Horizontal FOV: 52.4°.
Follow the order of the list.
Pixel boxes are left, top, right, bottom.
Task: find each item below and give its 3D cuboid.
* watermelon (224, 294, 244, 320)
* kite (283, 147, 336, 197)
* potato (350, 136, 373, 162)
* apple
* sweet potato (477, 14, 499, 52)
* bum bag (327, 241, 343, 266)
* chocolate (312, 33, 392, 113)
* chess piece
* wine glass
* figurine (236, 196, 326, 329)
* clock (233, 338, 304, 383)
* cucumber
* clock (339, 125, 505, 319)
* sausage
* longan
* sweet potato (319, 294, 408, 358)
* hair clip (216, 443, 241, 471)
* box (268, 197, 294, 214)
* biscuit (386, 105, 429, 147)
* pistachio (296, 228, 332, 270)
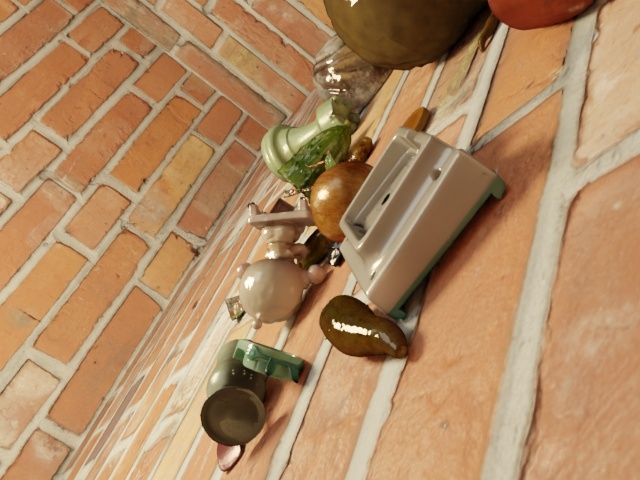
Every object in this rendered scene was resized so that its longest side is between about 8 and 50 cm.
[{"bbox_3d":[-0.225,0.167,1.680,0.085,0.061,0.085,-41,24,23],"label":"watermelon"},{"bbox_3d":[-0.014,-0.135,1.628,0.244,0.006,0.198,0,78,48],"label":"kite"},{"bbox_3d":[0.098,-0.217,1.575,0.051,0.040,0.083,-19,38,59],"label":"potato"},{"bbox_3d":[0.055,-0.066,1.131,0.146,0.146,0.131,-57,31,-12],"label":"apple"},{"bbox_3d":[0.335,-0.420,1.300,0.115,0.026,0.026,-59,14,-25],"label":"sweet potato"},{"bbox_3d":[0.049,-0.007,1.232,0.124,0.034,0.058,-56,27,-5],"label":"bum bag"},{"bbox_3d":[0.081,-0.545,2.090,0.303,0.213,0.303,-48,15,18],"label":"chocolate"},{"bbox_3d":[-0.024,-0.319,1.991,0.299,0.194,0.195,-30,26,40],"label":"chess piece"},{"bbox_3d":[-0.142,0.249,1.112,0.103,0.103,0.231,-52,9,7],"label":"wine glass"},{"bbox_3d":[-0.080,0.053,1.265,0.144,0.181,0.257,93,-179,-71],"label":"figurine"},{"bbox_3d":[-0.078,0.193,1.036,0.135,0.101,0.041,-1,68,69],"label":"clock"},{"bbox_3d":[0.005,-0.229,1.764,0.244,0.134,0.134,-50,14,5],"label":"cucumber"},{"bbox_3d":[0.113,-0.041,0.928,0.231,0.116,0.262,-53,12,8],"label":"clock"},{"bbox_3d":[0.336,-0.394,0.991,0.148,0.148,0.254,-54,12,1],"label":"sausage"},{"bbox_3d":[0.201,-0.615,1.484,0.436,0.404,0.404,-54,13,15],"label":"longan"},{"bbox_3d":[0.046,0.112,0.860,0.077,0.077,0.243,-56,12,-8],"label":"sweet potato"},{"bbox_3d":[-0.150,0.333,1.096,0.054,0.022,0.137,-48,14,10],"label":"hair clip"},{"bbox_3d":[-0.128,-0.074,1.968,0.085,0.060,0.063,-61,7,-26],"label":"box"},{"bbox_3d":[0.176,-0.212,1.333,0.140,0.023,0.118,-61,15,-25],"label":"biscuit"},{"bbox_3d":[0.000,0.000,1.352,0.173,0.049,0.089,-51,15,15],"label":"pistachio"}]
